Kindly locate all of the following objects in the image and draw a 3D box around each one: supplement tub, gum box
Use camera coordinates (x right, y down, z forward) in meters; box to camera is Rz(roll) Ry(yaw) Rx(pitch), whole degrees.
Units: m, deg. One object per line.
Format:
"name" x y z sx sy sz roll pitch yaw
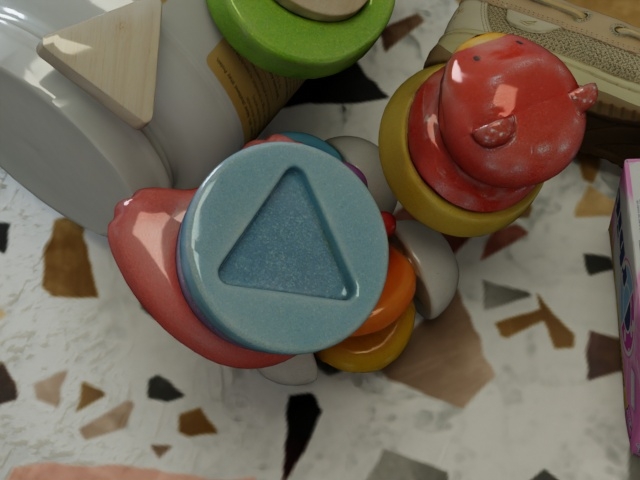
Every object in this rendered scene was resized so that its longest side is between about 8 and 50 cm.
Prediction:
"supplement tub" -0.105 -0.178 1.402 0.228 0.228 0.316 33 68 16
"gum box" 0.242 0.050 1.350 0.062 0.107 0.188 -1 63 0

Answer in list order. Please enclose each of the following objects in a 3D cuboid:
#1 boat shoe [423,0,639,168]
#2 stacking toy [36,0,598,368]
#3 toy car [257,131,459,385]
"boat shoe" 0.249 -0.108 1.421 0.341 0.121 0.110 22 67 13
"stacking toy" 0.001 -0.088 1.230 0.309 0.130 0.279 -35 93 -23
"toy car" 0.000 0.000 1.363 0.159 0.136 0.182 -28 66 -12
